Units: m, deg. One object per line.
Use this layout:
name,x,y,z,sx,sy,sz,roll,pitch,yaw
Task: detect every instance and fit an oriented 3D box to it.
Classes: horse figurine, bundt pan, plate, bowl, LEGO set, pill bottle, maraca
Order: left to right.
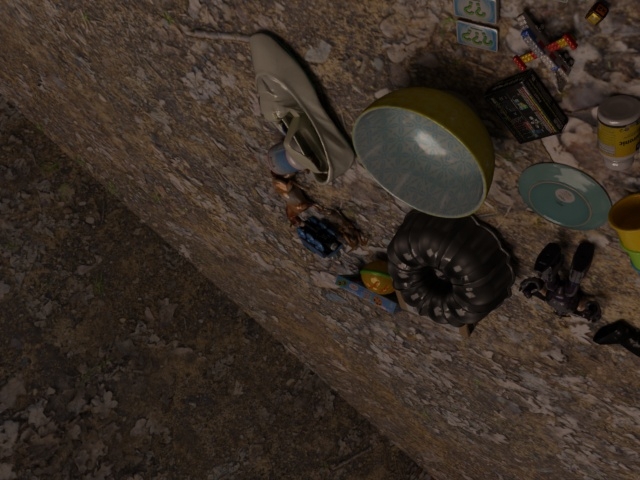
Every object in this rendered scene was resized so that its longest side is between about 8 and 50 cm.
pill bottle,-0.068,-0.223,1.697,0.087,0.087,0.160,47,155,-22
horse figurine,-0.073,-0.138,1.898,0.174,0.066,0.263,7,145,41
maraca,0.194,0.117,1.964,0.127,0.099,0.185,10,169,36
bowl,0.220,-0.197,1.251,0.289,0.156,0.289,30,156,15
bundt pan,0.300,0.081,1.596,0.330,0.124,0.331,26,138,25
LEGO set,0.308,-0.333,1.001,0.244,0.060,0.182,24,158,26
plate,0.475,-0.078,1.282,0.188,0.024,0.188,31,157,15
pill bottle,0.481,-0.170,1.047,0.065,0.065,0.116,20,152,35

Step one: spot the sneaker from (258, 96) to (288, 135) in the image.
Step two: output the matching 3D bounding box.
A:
sneaker,-0.119,-0.313,1.650,0.058,0.052,0.135,9,144,55

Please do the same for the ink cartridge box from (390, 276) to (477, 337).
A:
ink cartridge box,0.329,0.157,1.851,0.234,0.088,0.193,22,154,32

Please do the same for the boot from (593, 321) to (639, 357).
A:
boot,0.711,0.238,1.521,0.099,0.045,0.121,32,156,3

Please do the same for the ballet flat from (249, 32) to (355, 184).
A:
ballet flat,-0.056,-0.287,1.508,0.139,0.139,0.400,7,143,49

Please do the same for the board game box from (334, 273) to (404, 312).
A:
board game box,0.171,0.165,2.052,0.211,0.039,0.160,26,-170,25

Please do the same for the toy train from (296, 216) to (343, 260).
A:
toy train,0.000,0.000,2.004,0.184,0.080,0.105,34,158,46

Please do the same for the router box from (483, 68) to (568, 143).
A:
router box,0.359,-0.232,1.137,0.122,0.038,0.092,45,156,-20

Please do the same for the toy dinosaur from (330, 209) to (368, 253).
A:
toy dinosaur,0.093,-0.014,1.927,0.112,0.064,0.212,52,172,47

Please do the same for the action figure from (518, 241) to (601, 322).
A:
action figure,0.538,0.108,1.454,0.185,0.099,0.285,14,153,26

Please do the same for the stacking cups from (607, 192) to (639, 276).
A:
stacking cups,0.628,0.053,1.220,0.096,0.096,0.316,9,145,47
